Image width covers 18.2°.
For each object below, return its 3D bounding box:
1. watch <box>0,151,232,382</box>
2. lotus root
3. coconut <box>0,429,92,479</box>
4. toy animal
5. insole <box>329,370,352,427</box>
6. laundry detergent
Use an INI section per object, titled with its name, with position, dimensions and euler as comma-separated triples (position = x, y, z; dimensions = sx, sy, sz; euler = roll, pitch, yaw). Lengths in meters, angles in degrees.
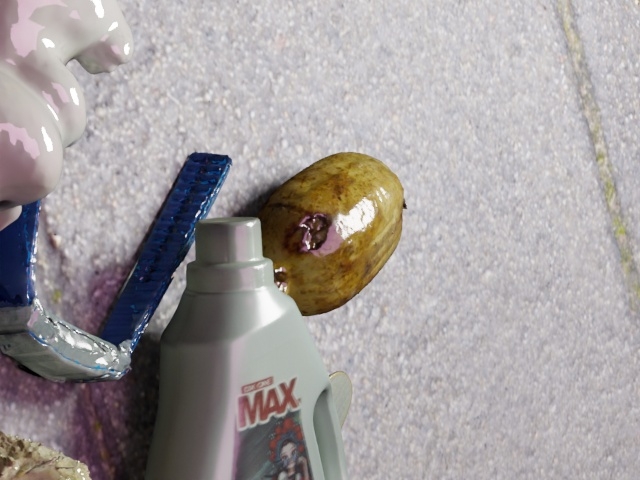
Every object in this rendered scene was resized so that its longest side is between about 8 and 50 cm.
[watch]
position = -0.204, 0.007, 1.916
dimensions = 0.276, 0.068, 0.274
euler = 23, 64, -48
[lotus root]
position = 0.000, 0.000, 2.109
dimensions = 0.260, 0.128, 0.145
euler = -39, 129, -43
[coconut]
position = -0.282, 0.252, 1.701
dimensions = 0.194, 0.194, 0.194
euler = 7, 81, -51
[toy animal]
position = -0.331, -0.116, 1.665
dimensions = 0.241, 0.196, 0.367
euler = 42, 53, -32
[insole]
position = -0.009, 0.215, 2.174
dimensions = 0.064, 0.004, 0.188
euler = 56, 47, -30
[laundry detergent]
position = -0.071, 0.175, 1.975
dimensions = 0.264, 0.125, 0.398
euler = -9, 99, -48
